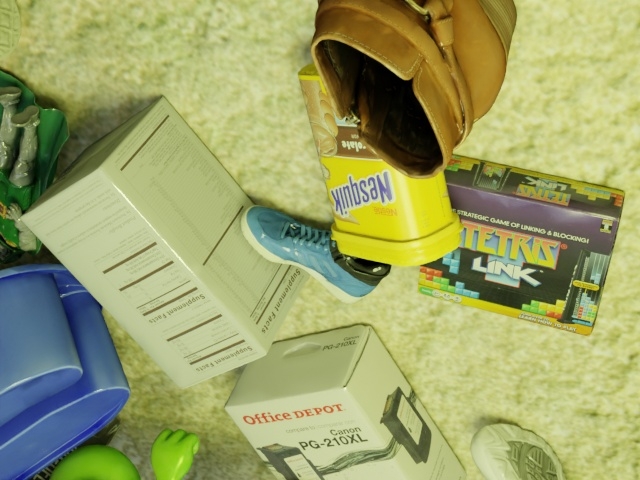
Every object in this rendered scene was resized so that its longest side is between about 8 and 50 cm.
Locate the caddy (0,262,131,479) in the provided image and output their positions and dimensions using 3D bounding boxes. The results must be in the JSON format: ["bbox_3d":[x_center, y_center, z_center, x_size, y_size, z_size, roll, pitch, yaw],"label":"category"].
[{"bbox_3d":[-0.387,0.159,1.199,0.341,0.179,0.241,-35,153,4],"label":"caddy"}]

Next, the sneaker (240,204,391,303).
[{"bbox_3d":[0.000,-0.001,1.045,0.152,0.058,0.084,35,139,-11],"label":"sneaker"}]

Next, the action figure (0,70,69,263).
[{"bbox_3d":[-0.328,-0.058,1.139,0.137,0.063,0.232,44,139,26],"label":"action figure"}]

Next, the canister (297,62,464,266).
[{"bbox_3d":[0.049,-0.073,0.917,0.126,0.073,0.170,11,122,51],"label":"canister"}]

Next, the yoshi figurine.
[{"bbox_3d":[-0.180,0.316,1.227,0.362,0.204,0.203,6,173,7],"label":"yoshi figurine"}]

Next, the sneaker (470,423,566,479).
[{"bbox_3d":[0.226,0.297,1.169,0.115,0.090,0.232,-27,111,42],"label":"sneaker"}]

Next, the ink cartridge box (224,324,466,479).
[{"bbox_3d":[0.030,0.224,1.189,0.172,0.100,0.237,-15,119,34],"label":"ink cartridge box"}]

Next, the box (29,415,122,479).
[{"bbox_3d":[-0.414,0.359,1.414,0.076,0.242,0.307,41,132,-10],"label":"box"}]

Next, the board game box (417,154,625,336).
[{"bbox_3d":[0.180,0.005,0.974,0.170,0.048,0.141,13,132,15],"label":"board game box"}]

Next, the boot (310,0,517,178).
[{"bbox_3d":[0.023,-0.188,0.770,0.109,0.220,0.283,-28,111,39],"label":"boot"}]

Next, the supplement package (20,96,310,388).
[{"bbox_3d":[-0.149,0.007,1.068,0.133,0.139,0.244,-25,112,37],"label":"supplement package"}]

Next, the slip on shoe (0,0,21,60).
[{"bbox_3d":[-0.396,-0.299,0.953,0.101,0.123,0.331,-2,131,31],"label":"slip on shoe"}]
